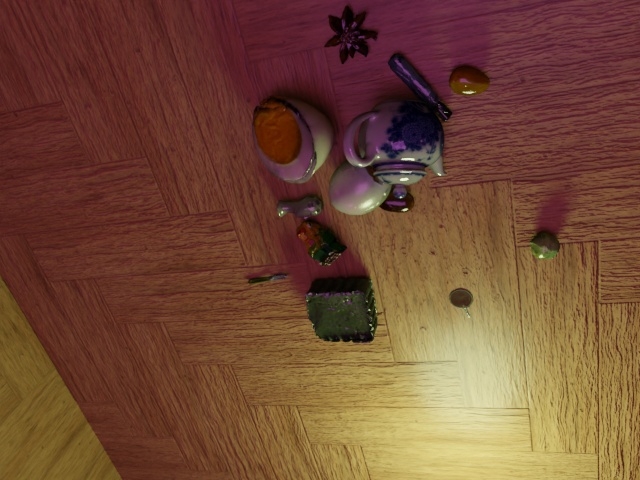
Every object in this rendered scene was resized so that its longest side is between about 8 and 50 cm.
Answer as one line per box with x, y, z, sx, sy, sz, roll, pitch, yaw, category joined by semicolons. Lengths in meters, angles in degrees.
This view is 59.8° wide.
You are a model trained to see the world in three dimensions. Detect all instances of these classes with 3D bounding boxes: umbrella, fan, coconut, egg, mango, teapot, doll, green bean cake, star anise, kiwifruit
0.294;-0.449;1.645;0.250;0.052;0.053;45;121;-12;umbrella
0.519;0.232;2.024;0.085;0.005;0.133;-17;114;24;fan
0.718;0.019;1.790;0.096;0.088;0.088;15;124;1;coconut
0.118;-0.169;1.790;0.183;0.183;0.217;37;131;-8;egg
0.427;-0.456;1.597;0.114;0.060;0.080;3;124;10;mango
0.233;-0.263;1.635;0.252;0.423;0.280;0;88;51;teapot
-0.003;0.004;1.972;0.186;0.134;0.106;41;125;-2;doll
0.082;0.262;2.096;0.254;0.132;0.241;-6;118;21;green bean cake
0.081;-0.594;1.615;0.167;0.057;0.168;7;122;11;star anise
-0.078;-0.332;1.765;0.286;0.174;0.265;23;127;31;egg
0.250;-0.131;1.841;0.124;0.075;0.075;6;122;17;kiwifruit

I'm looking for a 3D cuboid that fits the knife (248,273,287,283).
-0.204;0.150;2.175;0.183;0.026;0.022;-10;78;24;knife

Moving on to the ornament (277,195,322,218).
-0.068;-0.113;1.942;0.156;0.075;0.081;-2;78;17;ornament
